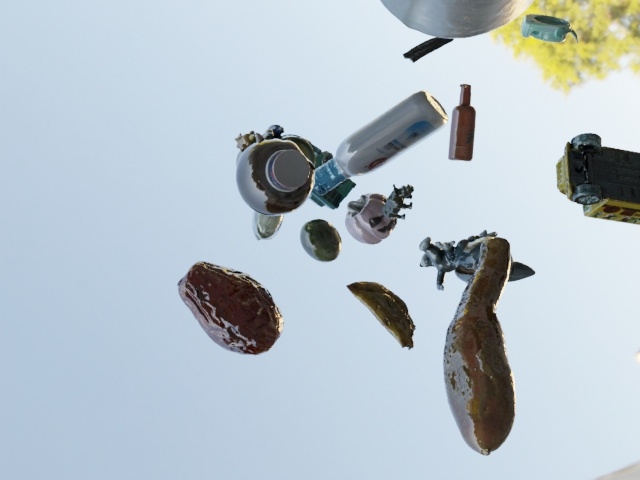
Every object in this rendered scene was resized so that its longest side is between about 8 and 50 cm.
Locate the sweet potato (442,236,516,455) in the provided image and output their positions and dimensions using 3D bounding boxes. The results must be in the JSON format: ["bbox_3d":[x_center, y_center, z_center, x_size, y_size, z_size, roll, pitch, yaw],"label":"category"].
[{"bbox_3d":[0.242,0.150,1.076,0.109,0.109,0.385,34,-135,-24],"label":"sweet potato"}]

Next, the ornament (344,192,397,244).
[{"bbox_3d":[0.164,-0.078,2.353,0.177,0.177,0.177,28,-138,-29],"label":"ornament"}]

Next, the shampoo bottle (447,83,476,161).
[{"bbox_3d":[0.455,-0.375,2.252,0.085,0.085,0.244,-9,-76,-51],"label":"shampoo bottle"}]

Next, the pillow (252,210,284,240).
[{"bbox_3d":[-0.133,-0.071,1.802,0.078,0.254,0.144,11,-92,-7],"label":"pillow"}]

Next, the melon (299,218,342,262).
[{"bbox_3d":[0.000,0.000,2.083,0.167,0.114,0.114,52,-154,-47],"label":"melon"}]

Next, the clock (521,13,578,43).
[{"bbox_3d":[0.541,-0.496,1.655,0.135,0.041,0.101,13,-147,9],"label":"clock"}]

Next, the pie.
[{"bbox_3d":[0.130,0.135,1.357,0.092,0.034,0.170,-27,-107,-45],"label":"pie"}]

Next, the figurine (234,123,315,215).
[{"bbox_3d":[-0.080,-0.130,1.317,0.275,0.158,0.161,-108,7,-68],"label":"figurine"}]

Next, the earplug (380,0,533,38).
[{"bbox_3d":[0.221,-0.509,0.998,0.312,0.313,0.394,58,178,8],"label":"earplug"}]

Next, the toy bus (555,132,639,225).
[{"bbox_3d":[0.577,-0.091,1.255,0.336,0.123,0.121,8,-111,-8],"label":"toy bus"}]

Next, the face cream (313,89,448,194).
[{"bbox_3d":[0.120,-0.211,1.583,0.163,0.337,0.080,10,-128,-62],"label":"face cream"}]

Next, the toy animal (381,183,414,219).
[{"bbox_3d":[0.191,-0.097,1.706,0.065,0.135,0.047,5,-117,-11],"label":"toy animal"}]

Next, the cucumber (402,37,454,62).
[{"bbox_3d":[0.267,-0.482,1.752,0.034,0.135,0.033,59,179,-40],"label":"cucumber"}]

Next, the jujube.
[{"bbox_3d":[-0.230,0.173,1.801,0.290,0.197,0.197,38,-143,-1],"label":"jujube"}]

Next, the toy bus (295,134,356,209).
[{"bbox_3d":[-0.010,-0.203,2.189,0.128,0.147,0.256,36,179,36],"label":"toy bus"}]

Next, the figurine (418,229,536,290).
[{"bbox_3d":[0.316,0.049,1.597,0.193,0.265,0.140,8,-110,-41],"label":"figurine"}]
